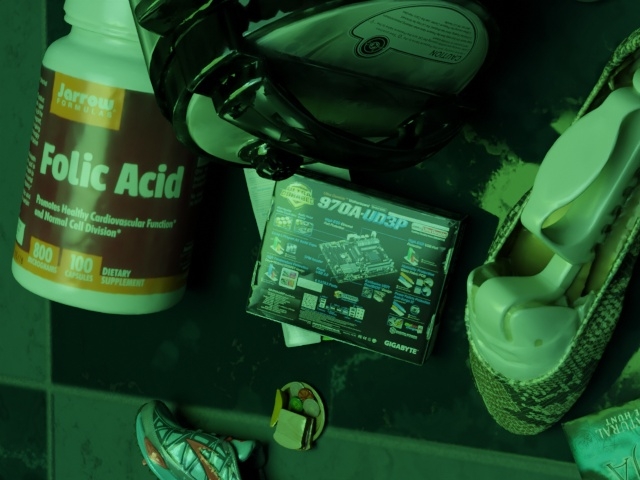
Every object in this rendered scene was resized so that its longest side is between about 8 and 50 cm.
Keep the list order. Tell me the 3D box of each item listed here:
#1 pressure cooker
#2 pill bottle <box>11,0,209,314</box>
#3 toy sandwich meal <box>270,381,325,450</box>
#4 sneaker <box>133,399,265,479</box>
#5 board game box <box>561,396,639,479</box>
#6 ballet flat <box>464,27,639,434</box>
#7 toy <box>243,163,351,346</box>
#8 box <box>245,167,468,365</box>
[{"bbox_3d":[-0.013,-0.261,1.424,0.375,0.369,0.420,96,160,-68],"label":"pressure cooker"},{"bbox_3d":[-0.244,-0.126,1.716,0.224,0.224,0.392,20,106,34],"label":"pill bottle"},{"bbox_3d":[-0.031,0.215,1.704,0.085,0.029,0.086,3,95,37],"label":"toy sandwich meal"},{"bbox_3d":[-0.125,0.285,1.757,0.125,0.104,0.262,-48,69,10],"label":"sneaker"},{"bbox_3d":[0.350,0.219,1.422,0.186,0.026,0.126,-26,77,35],"label":"board game box"},{"bbox_3d":[0.243,-0.005,1.388,0.164,0.182,0.483,37,114,28],"label":"ballet flat"},{"bbox_3d":[0.000,0.000,1.648,0.137,0.056,0.237,-11,93,27],"label":"toy"},{"bbox_3d":[0.039,0.026,1.577,0.220,0.051,0.175,16,104,12],"label":"box"}]
